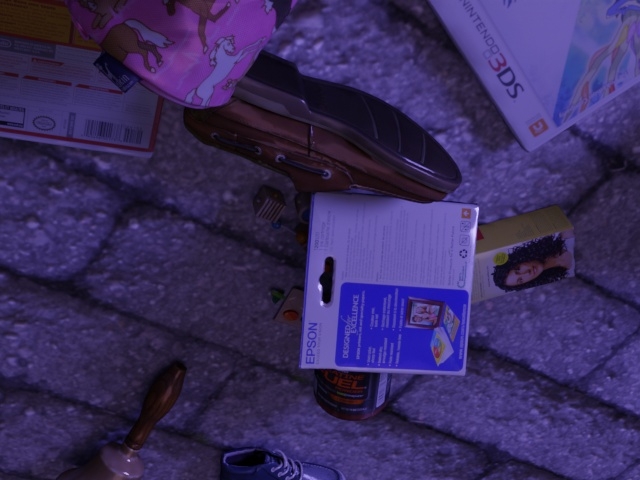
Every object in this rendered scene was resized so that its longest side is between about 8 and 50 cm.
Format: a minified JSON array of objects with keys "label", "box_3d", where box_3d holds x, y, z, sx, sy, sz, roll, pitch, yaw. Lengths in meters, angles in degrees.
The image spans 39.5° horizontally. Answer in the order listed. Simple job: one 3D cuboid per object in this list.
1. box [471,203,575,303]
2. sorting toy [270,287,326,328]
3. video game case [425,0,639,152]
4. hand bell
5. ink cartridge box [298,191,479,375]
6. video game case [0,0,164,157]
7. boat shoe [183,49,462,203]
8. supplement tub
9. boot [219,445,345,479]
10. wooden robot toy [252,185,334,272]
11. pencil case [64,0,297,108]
[{"label":"box","box_3d":[0.202,0.029,1.130,0.232,0.058,0.087,-15,128,0]},{"label":"sorting toy","box_3d":[-0.034,0.088,1.151,0.083,0.012,0.062,18,121,-25]},{"label":"video game case","box_3d":[0.288,-0.283,0.924,0.329,0.036,0.300,-34,127,13]},{"label":"hand bell","box_3d":[-0.247,0.263,1.202,0.126,0.126,0.242,26,105,-28]},{"label":"ink cartridge box","box_3d":[0.076,0.049,1.037,0.208,0.045,0.206,5,91,-16]},{"label":"video game case","box_3d":[-0.240,-0.218,0.863,0.204,0.025,0.285,7,125,-17]},{"label":"boat shoe","box_3d":[0.003,-0.107,0.961,0.307,0.111,0.104,25,122,-17]},{"label":"supplement tub","box_3d":[0.045,0.131,1.144,0.106,0.106,0.198,-4,128,-9]},{"label":"boot","box_3d":[-0.054,0.345,1.307,0.190,0.069,0.086,-3,130,-8]},{"label":"wooden robot toy","box_3d":[0.000,0.000,1.050,0.076,0.079,0.173,-39,126,17]},{"label":"pencil case","box_3d":[-0.062,-0.299,0.735,0.386,0.160,0.167,-55,158,18]}]
